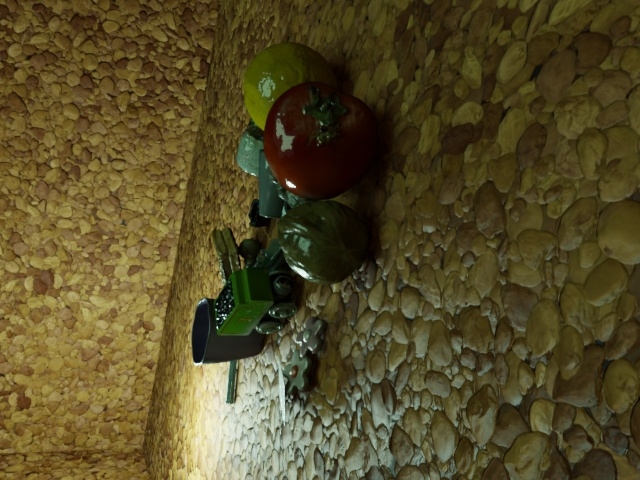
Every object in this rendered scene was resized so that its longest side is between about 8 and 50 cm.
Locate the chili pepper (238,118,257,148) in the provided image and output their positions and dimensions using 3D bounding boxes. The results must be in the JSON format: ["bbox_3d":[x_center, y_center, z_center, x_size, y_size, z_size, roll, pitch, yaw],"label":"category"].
[{"bbox_3d":[-0.286,-0.490,2.382,0.148,0.116,0.265,39,119,47],"label":"chili pepper"}]

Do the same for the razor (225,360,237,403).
[{"bbox_3d":[-0.383,0.563,2.330,0.111,0.056,0.278,0,88,28],"label":"razor"}]

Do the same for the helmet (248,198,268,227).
[{"bbox_3d":[-0.248,-0.107,2.218,0.098,0.070,0.123,-42,39,44],"label":"helmet"}]

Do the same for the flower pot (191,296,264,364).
[{"bbox_3d":[-0.358,0.357,2.116,0.265,0.243,0.265,-174,90,-66],"label":"flower pot"}]

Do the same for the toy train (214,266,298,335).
[{"bbox_3d":[-0.226,0.214,1.884,0.307,0.248,0.174,-51,41,45],"label":"toy train"}]

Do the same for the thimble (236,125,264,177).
[{"bbox_3d":[-0.221,-0.345,2.122,0.211,0.185,0.149,36,123,23],"label":"thimble"}]

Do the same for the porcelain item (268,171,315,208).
[{"bbox_3d":[-0.107,-0.167,1.848,0.216,0.069,0.081,48,124,23],"label":"porcelain item"}]

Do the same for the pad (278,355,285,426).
[{"bbox_3d":[-0.128,0.488,1.776,0.232,0.004,0.157,-132,41,-77],"label":"pad"}]

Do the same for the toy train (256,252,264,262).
[{"bbox_3d":[-0.238,0.116,2.160,0.087,0.050,0.138,-109,35,-50],"label":"toy train"}]

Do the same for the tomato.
[{"bbox_3d":[-0.002,-0.266,1.505,0.321,0.321,0.322,-28,58,59],"label":"tomato"}]

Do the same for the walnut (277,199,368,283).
[{"bbox_3d":[0.000,0.000,1.499,0.227,0.283,0.283,-58,25,-9],"label":"walnut"}]

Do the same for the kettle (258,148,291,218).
[{"bbox_3d":[-0.134,-0.199,1.967,0.210,0.160,0.243,15,104,35],"label":"kettle"}]

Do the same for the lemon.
[{"bbox_3d":[-0.099,-0.484,1.769,0.336,0.336,0.336,-28,58,59],"label":"lemon"}]

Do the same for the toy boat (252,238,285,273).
[{"bbox_3d":[-0.166,0.048,1.959,0.319,0.092,0.141,-48,13,36],"label":"toy boat"}]

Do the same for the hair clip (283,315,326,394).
[{"bbox_3d":[-0.046,0.360,1.684,0.146,0.075,0.257,-152,77,-67],"label":"hair clip"}]

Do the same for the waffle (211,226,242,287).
[{"bbox_3d":[-0.383,0.117,2.283,0.213,0.091,0.308,-121,22,-52],"label":"waffle"}]

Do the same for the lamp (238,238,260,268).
[{"bbox_3d":[-0.292,0.064,2.219,0.163,0.091,0.091,-101,31,-49],"label":"lamp"}]
